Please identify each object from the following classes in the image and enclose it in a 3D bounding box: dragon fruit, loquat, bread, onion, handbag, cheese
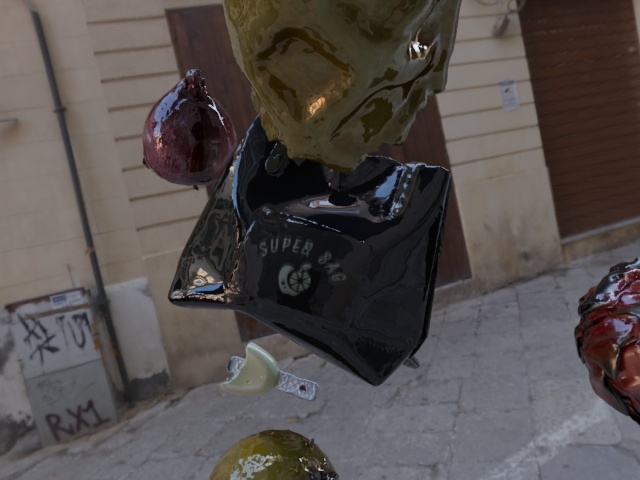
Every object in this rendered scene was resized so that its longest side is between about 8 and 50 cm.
[{"bbox_3d":[0.398,0.124,0.556,0.182,0.182,0.189,-12,30,-1],"label":"dragon fruit"},{"bbox_3d":[-0.064,0.328,0.571,0.204,0.172,0.149,-38,21,10],"label":"loquat"},{"bbox_3d":[0.015,-0.221,0.344,0.195,0.239,0.252,-13,-27,-2],"label":"bread"},{"bbox_3d":[-0.210,-0.184,0.761,0.159,0.195,0.159,11,30,-6],"label":"onion"},{"bbox_3d":[0.000,0.000,0.597,0.342,0.288,0.152,20,11,4],"label":"handbag"},{"bbox_3d":[-0.118,0.324,1.092,0.235,0.127,0.050,15,-10,17],"label":"cheese"}]

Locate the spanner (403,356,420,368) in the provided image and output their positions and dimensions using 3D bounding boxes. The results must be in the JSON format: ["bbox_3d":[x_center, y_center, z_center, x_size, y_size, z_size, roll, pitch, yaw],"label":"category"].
[{"bbox_3d":[0.136,0.251,1.190,0.095,0.324,0.040,-40,26,34],"label":"spanner"}]
